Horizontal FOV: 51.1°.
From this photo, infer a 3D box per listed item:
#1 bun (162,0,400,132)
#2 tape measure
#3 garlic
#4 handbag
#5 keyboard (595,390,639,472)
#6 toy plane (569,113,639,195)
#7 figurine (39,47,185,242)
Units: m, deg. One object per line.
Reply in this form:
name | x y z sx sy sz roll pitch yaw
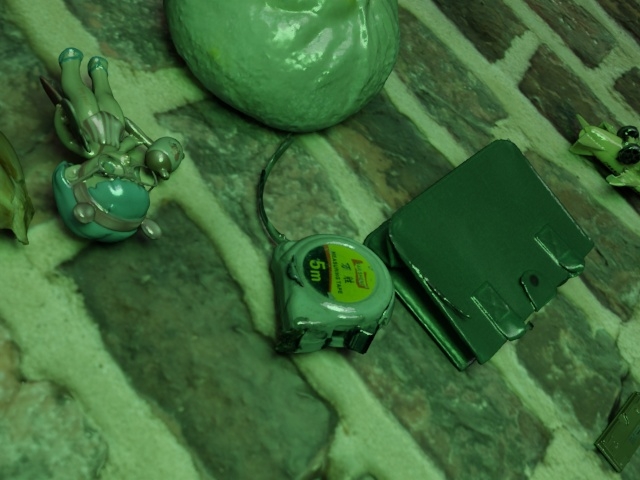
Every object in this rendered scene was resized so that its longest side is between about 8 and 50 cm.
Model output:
bun | -0.035 -0.332 0.958 0.361 0.211 0.362 14 56 -21
tape measure | -0.001 0.001 0.865 0.163 0.084 0.330 10 44 -19
garlic | -0.362 -0.058 0.696 0.099 0.124 0.174 -9 37 -13
handbag | 0.236 0.007 0.955 0.326 0.089 0.238 -34 80 -36
keyboard | 0.428 0.264 0.932 0.129 0.015 0.049 -31 82 -36
toy plane | 0.558 -0.138 1.198 0.244 0.092 0.229 29 38 -3
figurine | -0.252 -0.108 0.800 0.205 0.102 0.260 25 40 -57
